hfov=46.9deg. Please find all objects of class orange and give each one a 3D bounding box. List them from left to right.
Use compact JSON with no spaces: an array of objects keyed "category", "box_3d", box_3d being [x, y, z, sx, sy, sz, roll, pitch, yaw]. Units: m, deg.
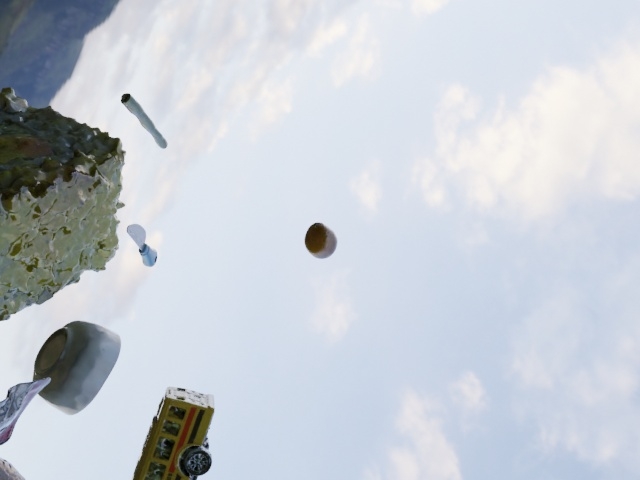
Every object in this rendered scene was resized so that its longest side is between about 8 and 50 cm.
[{"category":"orange","box_3d":[0.000,0.000,1.652,0.085,0.085,0.085,-34,-134,44]}]

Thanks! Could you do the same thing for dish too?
[{"category":"dish","box_3d":[-0.632,0.303,1.857,0.256,0.117,0.256,-27,-139,26]}]

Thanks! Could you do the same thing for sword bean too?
[{"category":"sword bean","box_3d":[-0.536,-0.361,2.276,0.043,0.269,0.038,32,-104,26]}]

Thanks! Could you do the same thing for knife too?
[{"category":"knife","box_3d":[-0.452,0.003,1.866,0.244,0.032,0.058,88,18,-65]}]

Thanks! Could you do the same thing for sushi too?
[{"category":"sushi","box_3d":[-0.529,-0.066,1.123,0.351,0.396,0.240,28,-57,18]}]

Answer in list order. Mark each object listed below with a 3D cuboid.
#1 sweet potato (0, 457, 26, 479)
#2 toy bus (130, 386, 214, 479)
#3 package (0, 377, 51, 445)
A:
[{"category":"sweet potato","box_3d":[-0.713,0.566,1.641,0.336,0.131,0.131,79,-2,-47]},{"category":"toy bus","box_3d":[-0.281,0.440,1.335,0.121,0.123,0.335,-167,-83,-78]},{"category":"package","box_3d":[-0.513,0.285,1.108,0.154,0.030,0.239,-50,174,13]}]
